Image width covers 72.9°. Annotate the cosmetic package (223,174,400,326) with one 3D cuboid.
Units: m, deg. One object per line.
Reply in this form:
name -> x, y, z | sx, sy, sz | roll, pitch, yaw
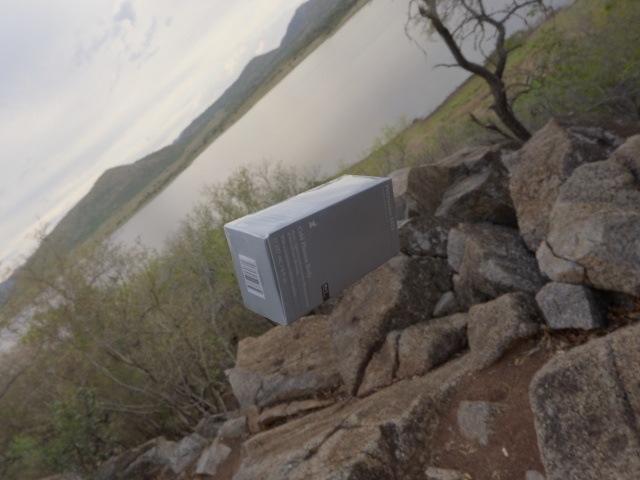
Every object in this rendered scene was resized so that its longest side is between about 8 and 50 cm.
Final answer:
cosmetic package -> 0.000, 0.000, 0.599 | 0.238, 0.127, 0.107 | -28, 27, -35
